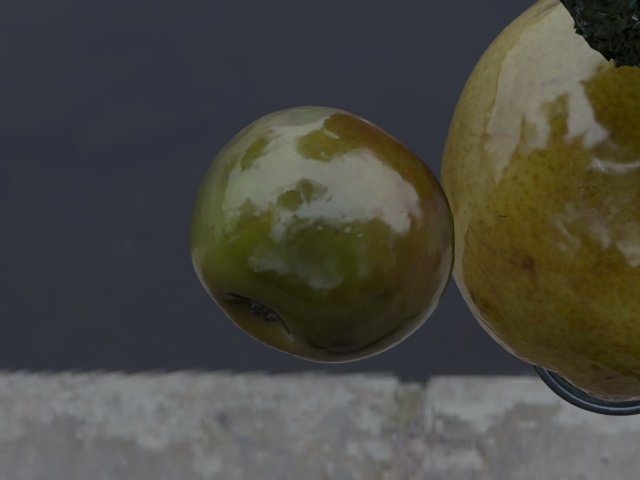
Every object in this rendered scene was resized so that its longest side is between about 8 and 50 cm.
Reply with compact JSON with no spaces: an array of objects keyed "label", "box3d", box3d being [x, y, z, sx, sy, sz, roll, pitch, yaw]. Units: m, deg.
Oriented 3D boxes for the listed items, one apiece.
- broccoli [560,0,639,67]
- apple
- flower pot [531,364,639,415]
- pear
[{"label":"broccoli","box3d":[0.187,-0.226,0.769,0.303,0.321,0.283,19,34,31]},{"label":"apple","box3d":[0.000,0.000,0.656,0.089,0.089,0.074,25,66,24]},{"label":"flower pot","box3d":[0.231,0.054,1.575,0.157,0.157,0.107,-6,6,-1]},{"label":"pear","box3d":[0.159,-0.021,0.983,0.208,0.209,0.209,-2,48,2]}]
